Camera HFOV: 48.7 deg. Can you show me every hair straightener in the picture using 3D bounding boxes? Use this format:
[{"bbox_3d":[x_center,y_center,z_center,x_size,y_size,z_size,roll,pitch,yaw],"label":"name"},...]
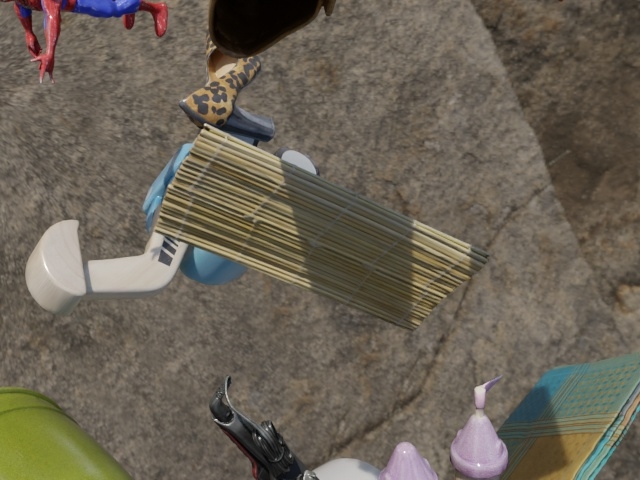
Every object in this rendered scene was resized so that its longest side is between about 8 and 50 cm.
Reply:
[{"bbox_3d":[-0.038,0.216,0.715,0.047,0.089,0.230,-54,133,-35],"label":"hair straightener"}]

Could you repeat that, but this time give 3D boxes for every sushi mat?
[{"bbox_3d":[0.000,0.000,0.708,0.317,0.151,0.019,23,46,-17],"label":"sushi mat"}]

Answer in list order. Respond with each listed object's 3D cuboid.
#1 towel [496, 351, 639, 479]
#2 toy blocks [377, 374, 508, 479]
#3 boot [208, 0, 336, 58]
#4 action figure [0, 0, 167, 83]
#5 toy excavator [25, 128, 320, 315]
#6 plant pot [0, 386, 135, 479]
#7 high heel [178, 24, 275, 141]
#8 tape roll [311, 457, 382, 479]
[{"bbox_3d":[0.307,0.303,0.991,0.370,0.271,0.040,-42,91,-25],"label":"towel"},{"bbox_3d":[0.059,0.283,0.634,0.289,0.309,0.259,-26,121,-32],"label":"toy blocks"},{"bbox_3d":[0.016,-0.245,0.376,0.104,0.295,0.211,13,62,-22],"label":"boot"},{"bbox_3d":[-0.316,-0.269,0.907,0.280,0.092,0.139,-13,117,-66],"label":"action figure"},{"bbox_3d":[-0.230,-0.017,1.226,0.433,0.222,0.445,27,44,-23],"label":"toy excavator"},{"bbox_3d":[-0.425,0.454,1.080,0.367,0.353,0.366,-23,119,-50],"label":"plant pot"},{"bbox_3d":[-0.182,-0.284,1.157,0.093,0.261,0.186,-37,155,30],"label":"high heel"},{"bbox_3d":[0.017,0.492,1.124,0.169,0.246,0.246,-8,107,-52],"label":"tape roll"}]
